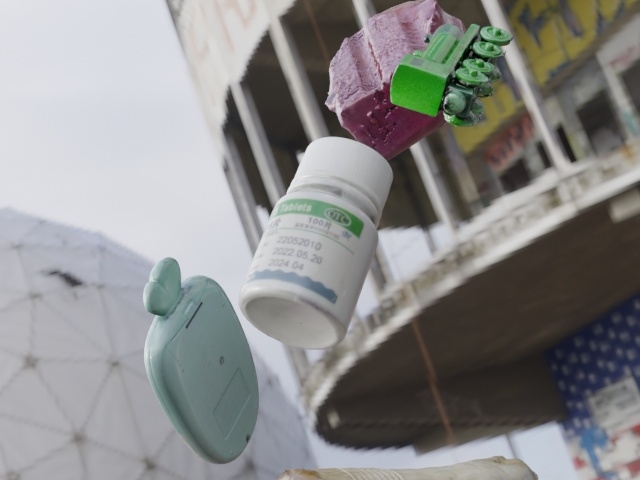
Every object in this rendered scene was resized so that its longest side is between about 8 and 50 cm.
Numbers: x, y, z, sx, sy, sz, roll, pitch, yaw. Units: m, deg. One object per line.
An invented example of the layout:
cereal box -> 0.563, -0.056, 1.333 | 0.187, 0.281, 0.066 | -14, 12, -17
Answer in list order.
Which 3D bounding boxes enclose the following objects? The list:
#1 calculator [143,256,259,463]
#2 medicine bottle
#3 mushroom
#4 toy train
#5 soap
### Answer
calculator -> -0.148, 0.152, 1.761 | 0.042, 0.184, 0.295 | -3, -53, 28
medicine bottle -> 0.000, 0.000, 1.684 | 0.139, 0.236, 0.139 | 16, -28, 9
mushroom -> 0.100, 0.271, 1.444 | 0.351, 0.123, 0.095 | 4, -67, -40
toy train -> 0.172, -0.224, 1.820 | 0.251, 0.119, 0.085 | -58, -17, -61
soap -> 0.120, -0.257, 2.119 | 0.220, 0.127, 0.325 | -32, 24, 13
